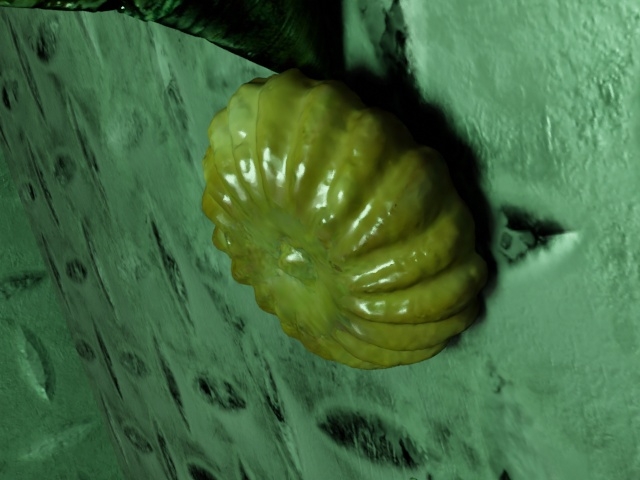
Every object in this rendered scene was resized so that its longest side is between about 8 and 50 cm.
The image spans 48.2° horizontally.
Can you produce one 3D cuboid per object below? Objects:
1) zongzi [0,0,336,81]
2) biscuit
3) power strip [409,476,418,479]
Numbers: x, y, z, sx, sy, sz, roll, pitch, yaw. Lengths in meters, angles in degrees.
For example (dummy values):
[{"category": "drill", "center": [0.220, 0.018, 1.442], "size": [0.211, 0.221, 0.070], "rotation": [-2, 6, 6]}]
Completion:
[{"category": "zongzi", "center": [-0.087, -0.307, 0.645], "size": [0.319, 0.362, 0.383], "rotation": [11, 80, 58]}, {"category": "biscuit", "center": [0.000, 0.000, 0.694], "size": [0.326, 0.107, 0.325], "rotation": [28, 140, 27]}, {"category": "power strip", "center": [0.126, 0.349, 0.832], "size": [0.075, 0.042, 0.175], "rotation": [12, 119, 56]}]
